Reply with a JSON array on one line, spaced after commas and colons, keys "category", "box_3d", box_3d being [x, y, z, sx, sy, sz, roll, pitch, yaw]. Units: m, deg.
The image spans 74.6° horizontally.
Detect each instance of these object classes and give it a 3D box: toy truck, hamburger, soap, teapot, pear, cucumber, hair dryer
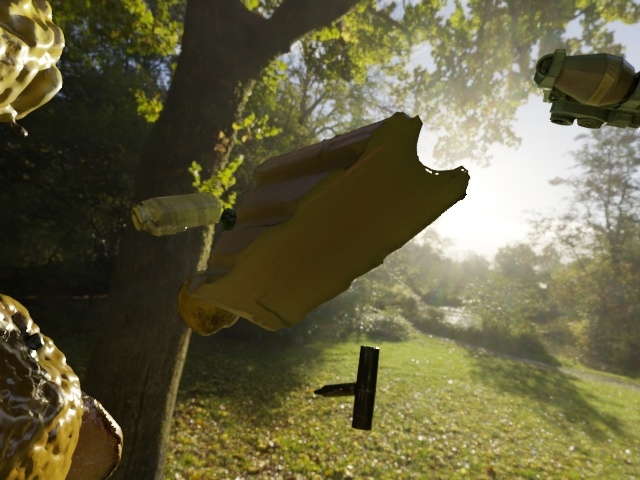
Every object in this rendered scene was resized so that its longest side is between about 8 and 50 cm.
[{"category": "toy truck", "box_3d": [0.489, -0.247, 0.687, 0.257, 0.107, 0.140, 21, 6, 25]}, {"category": "hamburger", "box_3d": [-0.518, 0.409, 0.802, 0.212, 0.244, 0.261, -10, -22, 29]}, {"category": "soap", "box_3d": [0.000, 0.000, 0.547, 0.159, 0.257, 0.302, 42, -28, -28]}, {"category": "teapot", "box_3d": [-0.339, -0.057, 1.011, 0.201, 0.077, 0.107, -13, 49, -42]}, {"category": "pear", "box_3d": [-0.328, 0.190, 1.268, 0.198, 0.197, 0.197, 8, -5, 1]}, {"category": "cucumber", "box_3d": [-0.160, -0.032, 0.912, 0.058, 0.058, 0.187, 12, 2, -38]}, {"category": "hair dryer", "box_3d": [0.053, 0.324, 0.967, 0.050, 0.173, 0.195, 22, -18, -35]}]

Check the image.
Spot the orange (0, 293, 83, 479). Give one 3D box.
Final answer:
[{"category": "orange", "box_3d": [-0.370, 0.185, 0.294, 0.357, 0.322, 0.322, -37, 23, -30]}]

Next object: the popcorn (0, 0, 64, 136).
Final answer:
[{"category": "popcorn", "box_3d": [-0.558, -0.312, 0.567, 0.349, 0.381, 0.349, -12, 30, 7]}]
